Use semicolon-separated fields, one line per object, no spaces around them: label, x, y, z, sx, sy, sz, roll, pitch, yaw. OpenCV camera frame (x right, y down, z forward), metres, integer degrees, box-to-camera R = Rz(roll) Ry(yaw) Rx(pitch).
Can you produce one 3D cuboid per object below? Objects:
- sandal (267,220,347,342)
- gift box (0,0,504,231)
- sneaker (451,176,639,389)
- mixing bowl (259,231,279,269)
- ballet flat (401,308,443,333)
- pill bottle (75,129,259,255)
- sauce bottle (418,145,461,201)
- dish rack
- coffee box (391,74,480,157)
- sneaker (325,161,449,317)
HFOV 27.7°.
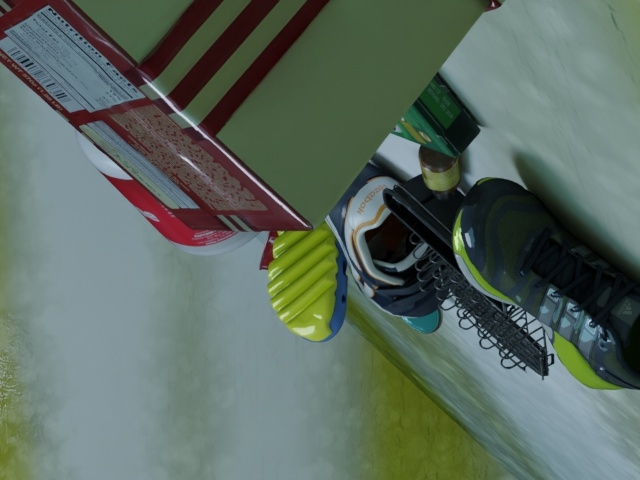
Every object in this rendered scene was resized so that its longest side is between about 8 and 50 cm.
sandal;0.000;0.000;1.822;0.138;0.126;0.317;29;-134;-44
gift box;-0.060;-0.177;0.820;0.255;0.258;0.276;45;165;-23
sneaker;0.245;0.043;1.230;0.300;0.111;0.121;39;165;-26
mixing bowl;-0.018;-0.024;1.998;0.098;0.181;0.181;20;171;3
ballet flat;0.117;0.052;2.068;0.221;0.077;0.079;47;-169;0
pill bottle;-0.232;-0.158;2.001;0.229;0.229;0.407;37;171;33
sauce bottle;0.125;-0.071;1.349;0.042;0.042;0.128;40;171;18
dish rack;0.178;0.055;1.498;0.208;0.074;0.271;46;165;35
coffee box;0.063;-0.146;1.240;0.113;0.040;0.184;46;171;-30
sneaker;0.105;0.024;1.696;0.127;0.126;0.321;39;173;43
